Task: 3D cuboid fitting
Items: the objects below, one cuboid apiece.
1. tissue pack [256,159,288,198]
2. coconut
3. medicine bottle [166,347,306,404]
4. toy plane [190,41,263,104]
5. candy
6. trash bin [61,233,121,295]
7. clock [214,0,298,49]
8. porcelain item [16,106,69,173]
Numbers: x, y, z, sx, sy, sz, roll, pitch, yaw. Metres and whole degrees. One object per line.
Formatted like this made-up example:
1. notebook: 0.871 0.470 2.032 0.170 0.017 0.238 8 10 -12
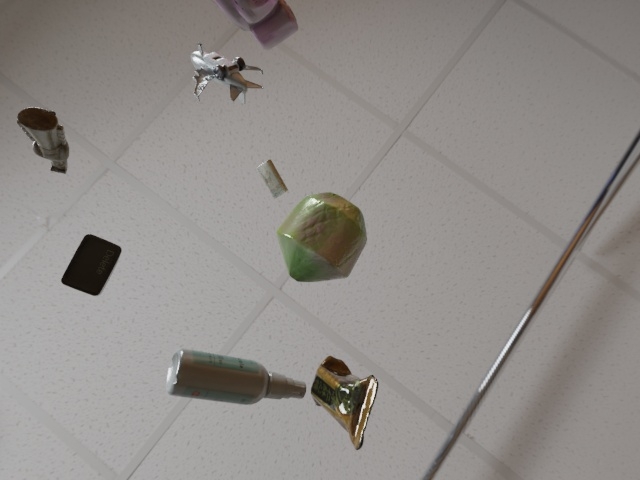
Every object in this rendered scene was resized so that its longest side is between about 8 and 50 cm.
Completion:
1. tissue pack: -0.144 -0.182 1.342 0.023 0.056 0.108 -34 -87 -51
2. coconut: 0.000 0.000 1.116 0.235 0.204 0.236 0 -101 2
3. medicine bottle: -0.199 0.354 1.134 0.351 0.110 0.110 18 -104 -26
4. toy plane: -0.295 -0.501 1.327 0.255 0.101 0.251 40 -126 18
5. candy: 0.055 0.339 0.989 0.101 0.271 0.143 16 -95 -16
6. trash bin: -0.718 0.091 1.435 0.115 0.225 0.165 25 -109 -16
7. clock: -0.185 -0.567 0.903 0.113 0.322 0.296 -28 -99 14
8. porcelain item: -0.605 -0.217 1.012 0.084 0.213 0.054 13 -111 -13
